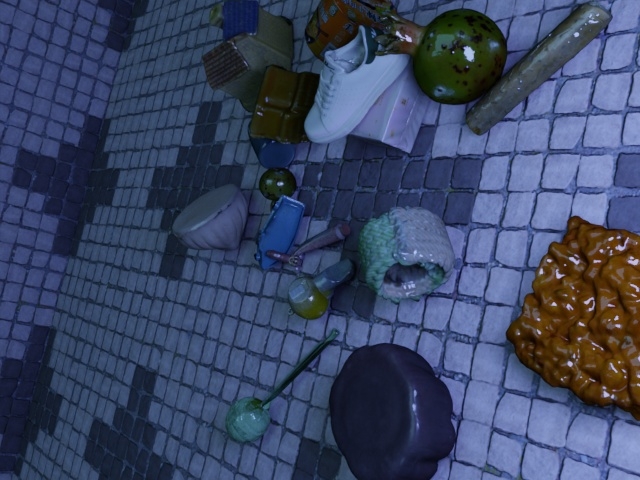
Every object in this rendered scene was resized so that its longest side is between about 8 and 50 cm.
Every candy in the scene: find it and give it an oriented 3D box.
[{"bbox_3d":[-0.096,0.388,2.023,0.440,0.119,0.119,-46,45,18],"label":"candy"}]

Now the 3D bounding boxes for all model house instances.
[{"bbox_3d":[-0.257,-0.609,2.444,0.261,0.266,0.322,-20,61,41],"label":"model house"},{"bbox_3d":[-0.063,-0.395,2.214,0.239,0.173,0.268,13,82,10],"label":"model house"}]

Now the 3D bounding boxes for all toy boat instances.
[{"bbox_3d":[-0.125,-0.019,2.199,0.098,0.109,0.238,-97,31,-73],"label":"toy boat"}]

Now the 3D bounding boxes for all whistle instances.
[{"bbox_3d":[0.004,0.131,1.994,0.223,0.123,0.123,-37,47,9],"label":"whistle"}]

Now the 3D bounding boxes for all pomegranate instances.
[{"bbox_3d":[0.279,-0.423,1.697,0.231,0.285,0.231,-36,47,53],"label":"pomegranate"},{"bbox_3d":[-0.126,-0.149,2.245,0.114,0.114,0.142,40,135,50],"label":"pomegranate"}]

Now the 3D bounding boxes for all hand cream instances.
[{"bbox_3d":[0.000,0.000,2.072,0.209,0.043,0.067,-22,22,46],"label":"hand cream"}]

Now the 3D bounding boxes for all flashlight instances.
[{"bbox_3d":[-0.101,0.050,2.144,0.031,0.110,0.052,27,-101,-84],"label":"flashlight"}]

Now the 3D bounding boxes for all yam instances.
[{"bbox_3d":[0.460,-0.367,1.628,0.371,0.083,0.083,-44,46,32],"label":"yam"}]

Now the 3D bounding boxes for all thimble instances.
[{"bbox_3d":[0.191,0.031,1.690,0.219,0.218,0.150,-41,46,34],"label":"thimble"}]

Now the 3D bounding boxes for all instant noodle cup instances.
[{"bbox_3d":[0.075,-0.596,2.083,0.182,0.230,0.230,-43,46,45],"label":"instant noodle cup"}]

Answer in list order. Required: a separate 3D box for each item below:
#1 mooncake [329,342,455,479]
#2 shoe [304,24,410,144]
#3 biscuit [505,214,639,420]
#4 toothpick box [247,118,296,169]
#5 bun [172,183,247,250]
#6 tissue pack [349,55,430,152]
[{"bbox_3d":[0.155,0.383,1.654,0.306,0.154,0.306,-23,58,44],"label":"mooncake"},{"bbox_3d":[0.048,-0.383,1.865,0.363,0.160,0.132,-42,47,32],"label":"shoe"},{"bbox_3d":[0.511,0.136,1.350,0.318,0.110,0.312,29,98,51],"label":"biscuit"},{"bbox_3d":[-0.157,-0.309,2.323,0.120,0.120,0.184,-55,39,21],"label":"toothpick box"},{"bbox_3d":[-0.328,-0.042,2.410,0.263,0.175,0.263,-25,25,13],"label":"bun"},{"bbox_3d":[0.174,-0.357,1.932,0.185,0.124,0.225,24,96,50],"label":"tissue pack"}]
